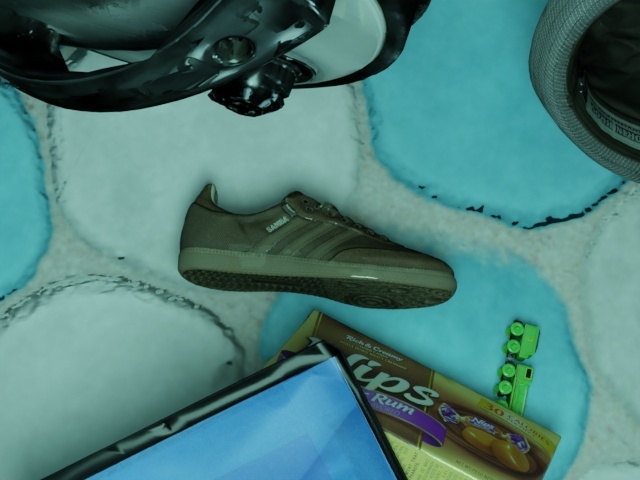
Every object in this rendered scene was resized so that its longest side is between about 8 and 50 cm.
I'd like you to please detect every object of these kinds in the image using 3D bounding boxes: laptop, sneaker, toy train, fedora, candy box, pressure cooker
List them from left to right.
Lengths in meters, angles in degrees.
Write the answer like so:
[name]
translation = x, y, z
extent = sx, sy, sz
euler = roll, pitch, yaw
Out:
[pressure cooker]
translation = -0.074, -0.279, 1.231
extent = 0.376, 0.370, 0.420
euler = 14, 75, 2
[laptop]
translation = -0.033, 0.233, 1.123
extent = 0.234, 0.136, 0.264
euler = -27, 46, 1
[sneaker]
translation = 0.000, 0.000, 1.301
extent = 0.188, 0.066, 0.071
euler = 6, 71, 1
[candy box]
translation = 0.052, 0.122, 1.239
extent = 0.187, 0.109, 0.053
euler = 29, 115, 8
[toy train]
translation = 0.130, 0.094, 1.299
extent = 0.024, 0.017, 0.083
euler = 15, 72, -7
[fedora]
translation = 0.278, -0.148, 1.284
extent = 0.275, 0.243, 0.124
euler = -13, 43, 21
